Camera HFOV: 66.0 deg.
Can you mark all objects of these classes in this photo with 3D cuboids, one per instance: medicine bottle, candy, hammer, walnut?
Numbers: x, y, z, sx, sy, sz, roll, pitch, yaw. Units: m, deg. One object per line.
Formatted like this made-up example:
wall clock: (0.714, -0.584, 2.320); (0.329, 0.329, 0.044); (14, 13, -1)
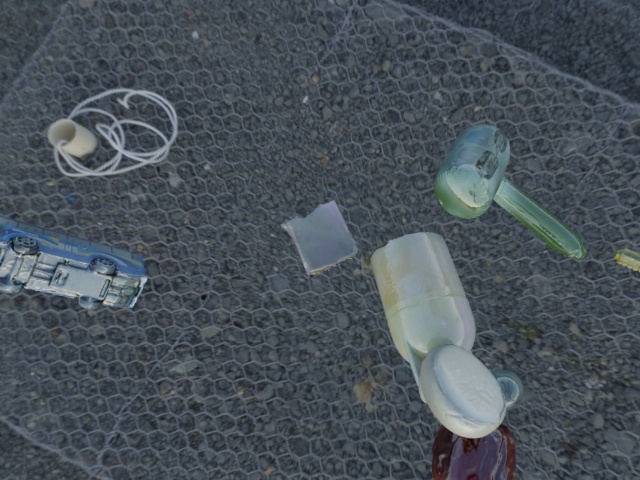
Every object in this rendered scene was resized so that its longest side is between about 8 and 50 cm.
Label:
medicine bottle: (0.303, 0.205, 1.395); (0.235, 0.236, 0.407); (-15, 63, 5)
candy: (0.000, 0.000, 1.465); (0.184, 0.137, 0.195); (-23, 85, -2)
hammer: (0.383, -0.071, 0.969); (0.335, 0.119, 0.206); (38, 54, -3)
walnut: (0.425, 0.592, 1.315); (0.243, 0.221, 0.269); (22, 80, -23)

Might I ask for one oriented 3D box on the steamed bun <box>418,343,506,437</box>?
steamed bun: (0.330, 0.366, 1.192); (0.177, 0.131, 0.228); (-12, 54, -32)

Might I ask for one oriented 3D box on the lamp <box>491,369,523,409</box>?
lamp: (0.485, 0.396, 1.312); (0.105, 0.105, 0.105); (-1, 82, 7)

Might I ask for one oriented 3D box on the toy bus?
toy bus: (-0.247, 0.023, 0.470); (0.051, 0.152, 0.061); (-59, 34, 17)

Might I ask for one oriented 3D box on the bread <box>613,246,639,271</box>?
bread: (0.704, 0.044, 1.102); (0.087, 0.049, 0.033); (28, 62, 35)
